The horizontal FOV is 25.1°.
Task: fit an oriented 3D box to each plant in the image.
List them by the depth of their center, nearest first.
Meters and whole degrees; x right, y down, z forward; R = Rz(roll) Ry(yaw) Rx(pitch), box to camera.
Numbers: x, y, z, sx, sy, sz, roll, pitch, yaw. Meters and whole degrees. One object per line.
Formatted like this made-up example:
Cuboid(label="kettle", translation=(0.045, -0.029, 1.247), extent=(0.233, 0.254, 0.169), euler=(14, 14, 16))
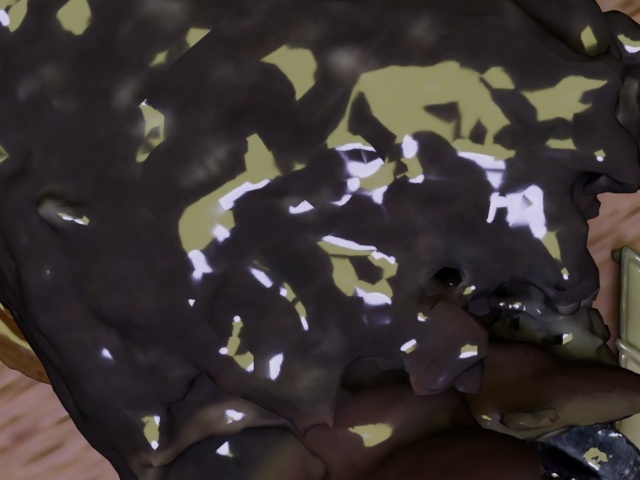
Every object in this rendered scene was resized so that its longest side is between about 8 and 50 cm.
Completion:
Cuboid(label="plant", translation=(0.000, 0.000, 0.407), extent=(0.204, 0.178, 0.234), euler=(-39, 76, -8))

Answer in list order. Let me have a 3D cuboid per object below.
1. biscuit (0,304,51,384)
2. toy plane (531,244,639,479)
Cuboid(label="biscuit", translation=(-0.071, -0.086, 0.528), extent=(0.257, 0.049, 0.273), euler=(-37, 88, 0))
Cuboid(label="toy plane", translation=(0.091, 0.119, 0.492), extent=(0.244, 0.092, 0.229), euler=(34, 75, 6))
